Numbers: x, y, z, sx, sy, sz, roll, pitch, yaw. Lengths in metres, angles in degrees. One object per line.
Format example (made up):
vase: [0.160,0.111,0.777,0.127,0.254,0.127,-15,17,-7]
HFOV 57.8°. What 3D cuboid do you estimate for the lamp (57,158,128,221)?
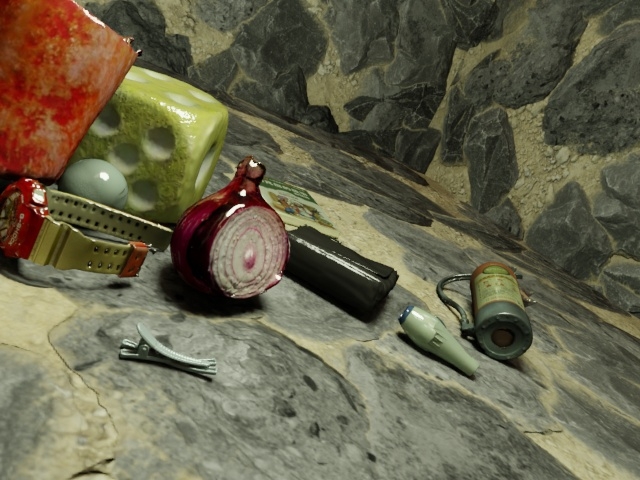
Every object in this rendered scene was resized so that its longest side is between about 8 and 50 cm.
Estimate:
lamp: [-0.359,-0.078,0.919,0.105,0.105,0.105,24,17,-8]

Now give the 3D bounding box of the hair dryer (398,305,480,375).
hair dryer: [0.235,0.193,1.119,0.167,0.067,0.199,43,7,19]

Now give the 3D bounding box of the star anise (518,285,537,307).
star anise: [0.486,0.147,1.544,0.180,0.061,0.204,7,15,9]

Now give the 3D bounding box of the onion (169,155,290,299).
onion: [-0.138,-0.024,0.889,0.140,0.218,0.195,14,10,43]

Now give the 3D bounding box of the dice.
dice: [-0.318,-0.182,1.078,0.233,0.227,0.238,23,18,-4]

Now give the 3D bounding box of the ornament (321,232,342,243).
ornament: [0.000,0.000,1.347,0.125,0.028,0.073,19,19,-29]

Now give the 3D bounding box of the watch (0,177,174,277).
watch: [-0.308,-0.006,0.815,0.268,0.102,0.165,19,15,-40]

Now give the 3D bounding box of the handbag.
handbag: [0.029,0.051,1.166,0.247,0.080,0.223,28,10,12]

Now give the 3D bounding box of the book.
book: [-0.081,-0.098,1.514,0.202,0.027,0.264,16,20,-29]

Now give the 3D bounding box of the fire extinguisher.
fire extinguisher: [0.377,0.126,1.345,0.200,0.113,0.376,16,22,8]

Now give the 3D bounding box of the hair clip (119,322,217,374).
hair clip: [-0.174,0.131,0.685,0.115,0.039,0.030,22,23,-22]

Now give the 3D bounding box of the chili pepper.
chili pepper: [-0.411,-0.207,0.842,0.251,0.305,0.229,19,-2,28]
